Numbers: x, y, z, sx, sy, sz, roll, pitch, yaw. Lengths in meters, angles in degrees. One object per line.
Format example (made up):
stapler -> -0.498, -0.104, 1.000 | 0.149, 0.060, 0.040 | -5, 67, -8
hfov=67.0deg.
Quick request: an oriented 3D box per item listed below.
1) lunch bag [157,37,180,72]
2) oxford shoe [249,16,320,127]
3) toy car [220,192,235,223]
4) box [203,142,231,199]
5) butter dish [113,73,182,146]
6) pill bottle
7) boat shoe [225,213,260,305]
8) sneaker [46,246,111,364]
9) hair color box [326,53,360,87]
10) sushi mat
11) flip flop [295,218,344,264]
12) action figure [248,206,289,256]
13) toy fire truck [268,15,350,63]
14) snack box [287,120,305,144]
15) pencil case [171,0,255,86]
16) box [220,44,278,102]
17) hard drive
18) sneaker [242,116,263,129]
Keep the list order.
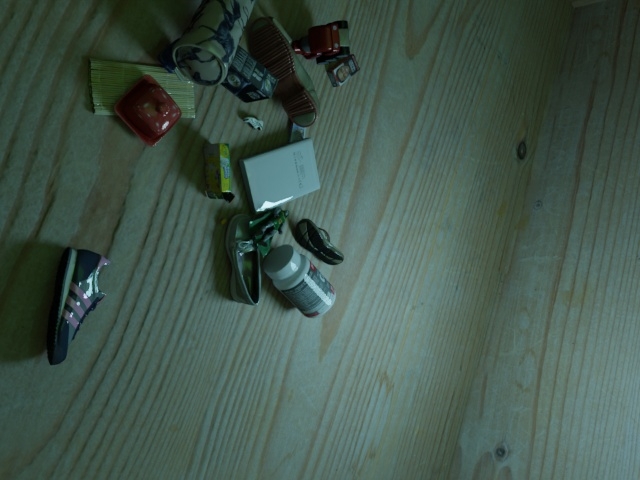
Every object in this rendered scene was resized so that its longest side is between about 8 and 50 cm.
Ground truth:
lunch bag -> -0.442, -0.551, 1.456 | 0.067, 0.065, 0.098 | 51, 45, -31
oxford shoe -> -0.123, -0.602, 1.734 | 0.396, 0.141, 0.146 | 63, 25, -22
toy car -> -0.331, -0.121, 1.652 | 0.040, 0.060, 0.122 | -56, 168, -81
box -> -0.335, -0.224, 1.575 | 0.043, 0.105, 0.179 | -6, 100, -41
butter dish -> -0.474, -0.376, 1.393 | 0.160, 0.118, 0.160 | -56, 130, -22
pill bottle -> -0.078, 0.153, 1.823 | 0.161, 0.161, 0.283 | -56, 128, -22
boat shoe -> -0.257, 0.067, 1.686 | 0.118, 0.103, 0.320 | -4, 98, -43
sneaker -> -0.659, 0.184, 1.324 | 0.131, 0.112, 0.318 | 13, 88, -40
hair color box -> 0.094, -0.686, 1.953 | 0.141, 0.043, 0.072 | -47, 125, -27
sushi mat -> -0.520, -0.445, 1.435 | 0.317, 0.019, 0.151 | -10, 104, -42
flip flop -> 0.000, 0.000, 1.926 | 0.277, 0.112, 0.080 | 41, 42, -36
action figure -> -0.170, -0.057, 1.738 | 0.232, 0.064, 0.137 | -57, 137, -56
toy fire truck -> -0.045, -0.722, 1.719 | 0.247, 0.217, 0.158 | -12, 104, -26
snack box -> -0.092, -0.384, 1.835 | 0.064, 0.022, 0.178 | 9, 90, -41
pencil case -> -0.308, -0.658, 1.442 | 0.160, 0.184, 0.410 | 36, 60, -43
box -> -0.256, -0.538, 1.578 | 0.180, 0.147, 0.077 | 32, 74, -41
hard drive -> -0.141, -0.240, 1.775 | 0.308, 0.040, 0.202 | -26, 117, -34
sneaker -> -0.235, -0.408, 1.693 | 0.083, 0.032, 0.036 | 6, 91, -42
